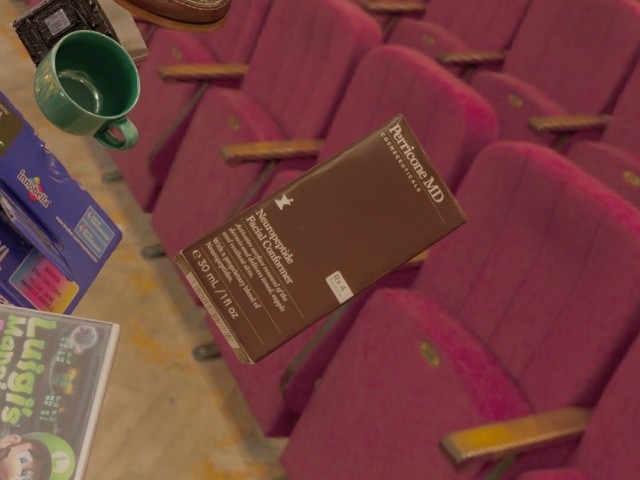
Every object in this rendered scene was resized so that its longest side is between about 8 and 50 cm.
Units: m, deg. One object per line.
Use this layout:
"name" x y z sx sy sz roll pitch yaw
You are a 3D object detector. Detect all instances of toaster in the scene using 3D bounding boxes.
"toaster" -0.404 -0.348 1.587 0.185 0.168 0.110 -26 10 22

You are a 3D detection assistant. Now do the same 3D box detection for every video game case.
"video game case" -0.276 0.145 0.790 0.173 0.022 0.190 10 61 -3

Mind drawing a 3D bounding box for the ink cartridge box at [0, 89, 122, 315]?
"ink cartridge box" -0.403 -0.049 0.988 0.395 0.270 0.151 8 57 33

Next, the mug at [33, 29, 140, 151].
"mug" -0.326 -0.196 1.276 0.129 0.097 0.158 5 70 -39

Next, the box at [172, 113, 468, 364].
"box" 0.000 0.000 1.345 0.381 0.191 0.143 -34 2 -14

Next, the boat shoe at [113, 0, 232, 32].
"boat shoe" -0.169 -0.249 0.788 0.207 0.073 0.073 24 54 -4
